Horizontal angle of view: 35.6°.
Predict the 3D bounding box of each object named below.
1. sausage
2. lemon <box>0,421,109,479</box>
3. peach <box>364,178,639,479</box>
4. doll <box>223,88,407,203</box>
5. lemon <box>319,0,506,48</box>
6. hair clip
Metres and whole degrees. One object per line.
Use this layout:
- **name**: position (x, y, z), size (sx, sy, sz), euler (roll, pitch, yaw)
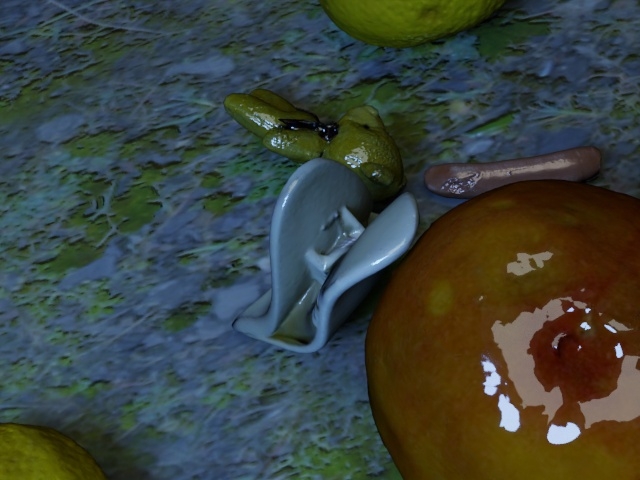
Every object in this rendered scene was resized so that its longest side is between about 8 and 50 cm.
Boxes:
- **sausage**: position (0.202, -0.070, 1.045), size (0.186, 0.043, 0.043), euler (-7, 63, 3)
- **lemon**: position (-0.258, 0.261, 0.848), size (0.188, 0.188, 0.257), euler (-27, 58, -8)
- **peach**: position (0.205, 0.113, 0.803), size (0.342, 0.302, 0.343), euler (-4, 64, 7)
- **doll**: position (0.001, -0.113, 1.035), size (0.209, 0.137, 0.097), euler (31, 102, 14)
- **lemon**: position (0.107, -0.326, 1.075), size (0.253, 0.228, 0.228), euler (-14, 62, 13)
- **hair clip**: position (0.014, 0.013, 0.904), size (0.113, 0.282, 0.172), euler (37, 71, 8)
